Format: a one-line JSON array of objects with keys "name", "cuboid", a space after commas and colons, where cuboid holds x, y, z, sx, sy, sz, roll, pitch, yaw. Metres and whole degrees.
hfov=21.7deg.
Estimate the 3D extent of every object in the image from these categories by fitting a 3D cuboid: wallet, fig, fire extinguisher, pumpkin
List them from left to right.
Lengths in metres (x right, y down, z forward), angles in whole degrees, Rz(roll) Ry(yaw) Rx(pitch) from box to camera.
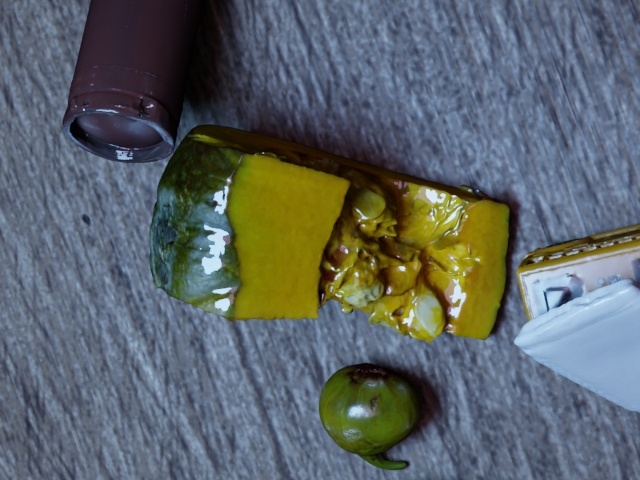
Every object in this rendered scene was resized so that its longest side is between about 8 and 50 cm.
[{"name": "fire extinguisher", "cuboid": [-0.150, -0.203, 1.394, 0.104, 0.105, 0.269, 0, 66, 19]}, {"name": "pumpkin", "cuboid": [0.000, -0.001, 1.346, 0.280, 0.190, 0.139, 14, 98, 17]}, {"name": "fig", "cuboid": [0.040, 0.153, 1.414, 0.084, 0.082, 0.098, -2, 115, -16]}, {"name": "wallet", "cuboid": [0.244, 0.083, 1.284, 0.124, 0.183, 0.032, -29, 47, 38]}]

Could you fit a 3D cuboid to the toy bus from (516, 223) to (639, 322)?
[{"name": "toy bus", "cuboid": [0.258, 0.029, 1.315, 0.194, 0.088, 0.083, -14, 92, 19]}]
